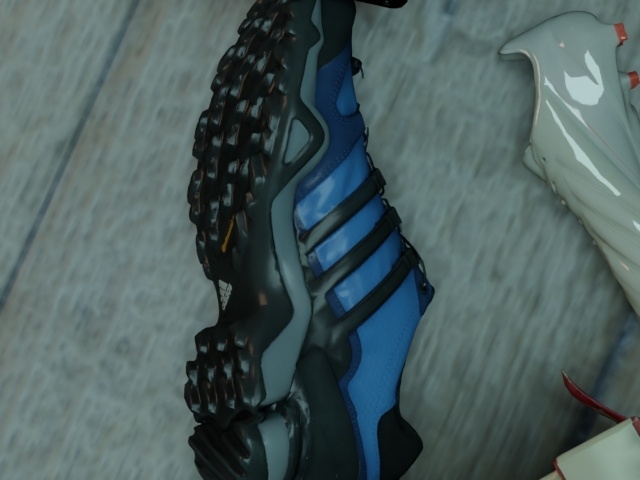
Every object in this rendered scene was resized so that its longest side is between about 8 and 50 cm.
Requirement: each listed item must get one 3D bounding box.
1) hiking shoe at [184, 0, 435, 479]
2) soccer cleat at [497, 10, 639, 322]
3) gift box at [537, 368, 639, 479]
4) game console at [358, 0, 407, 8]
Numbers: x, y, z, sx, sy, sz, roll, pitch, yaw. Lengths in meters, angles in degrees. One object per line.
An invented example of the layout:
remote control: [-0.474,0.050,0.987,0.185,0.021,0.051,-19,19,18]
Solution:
hiking shoe: [0.000,0.000,0.905,0.132,0.113,0.304,7,85,-29]
soccer cleat: [0.159,-0.035,0.906,0.076,0.068,0.196,-16,84,7]
gift box: [0.129,0.220,0.806,0.258,0.255,0.276,-29,80,4]
game console: [0.110,-0.217,0.882,0.361,0.044,0.213,12,73,-3]
